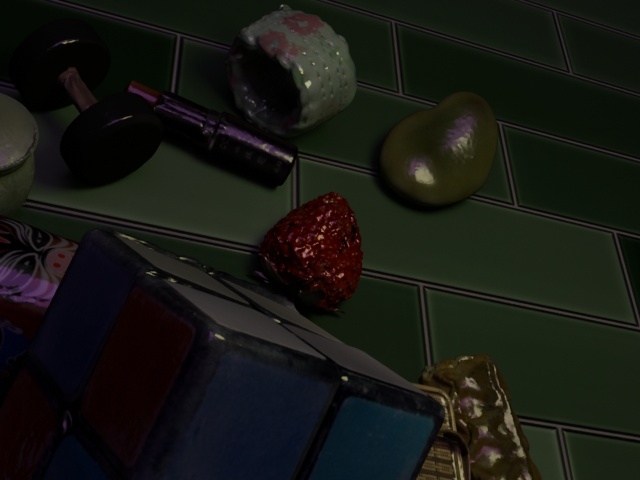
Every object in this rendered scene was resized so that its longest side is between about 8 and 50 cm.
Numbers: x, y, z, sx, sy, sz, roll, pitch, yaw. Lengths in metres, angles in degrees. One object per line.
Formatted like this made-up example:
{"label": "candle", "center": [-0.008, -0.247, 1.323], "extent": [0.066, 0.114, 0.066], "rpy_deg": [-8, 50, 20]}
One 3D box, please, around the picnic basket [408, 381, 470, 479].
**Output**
{"label": "picnic basket", "center": [0.054, 0.321, 1.095], "extent": [0.227, 0.175, 0.313], "rpy_deg": [16, 50, -21]}

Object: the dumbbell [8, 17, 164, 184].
{"label": "dumbbell", "center": [-0.353, -0.208, 1.330], "extent": [0.152, 0.152, 0.218], "rpy_deg": [-24, 68, -37]}

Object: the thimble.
{"label": "thimble", "center": [-0.053, -0.288, 1.504], "extent": [0.149, 0.185, 0.211], "rpy_deg": [-35, 100, -38]}

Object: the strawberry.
{"label": "strawberry", "center": [0.015, 0.006, 1.379], "extent": [0.174, 0.098, 0.228], "rpy_deg": [40, 49, 5]}

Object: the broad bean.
{"label": "broad bean", "center": [0.217, -0.155, 1.604], "extent": [0.263, 0.121, 0.189], "rpy_deg": [-38, 82, -25]}

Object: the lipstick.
{"label": "lipstick", "center": [-0.180, -0.178, 1.437], "extent": [0.299, 0.081, 0.081], "rpy_deg": [24, 49, -9]}

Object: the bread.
{"label": "bread", "center": [0.230, 0.292, 1.250], "extent": [0.152, 0.130, 0.268], "rpy_deg": [7, 53, -32]}

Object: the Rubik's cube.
{"label": "Rubik's cube", "center": [-0.121, 0.209, 0.895], "extent": [0.316, 0.319, 0.313], "rpy_deg": [24, 2, -38]}

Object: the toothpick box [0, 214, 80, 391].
{"label": "toothpick box", "center": [-0.389, 0.073, 1.067], "extent": [0.333, 0.204, 0.204], "rpy_deg": [20, 49, -10]}

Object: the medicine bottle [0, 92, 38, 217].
{"label": "medicine bottle", "center": [-0.466, -0.113, 1.209], "extent": [0.147, 0.143, 0.147], "rpy_deg": [12, 52, -16]}
